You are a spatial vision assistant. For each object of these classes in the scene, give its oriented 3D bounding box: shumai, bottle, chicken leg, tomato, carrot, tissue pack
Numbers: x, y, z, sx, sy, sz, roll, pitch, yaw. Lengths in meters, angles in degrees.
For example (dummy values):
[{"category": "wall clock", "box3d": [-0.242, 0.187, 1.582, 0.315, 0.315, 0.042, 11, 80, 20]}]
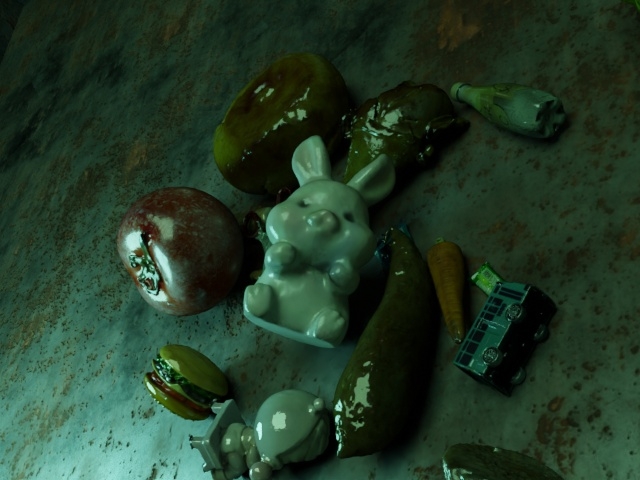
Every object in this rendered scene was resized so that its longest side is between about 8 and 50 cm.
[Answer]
[{"category": "shumai", "box3d": [0.238, 0.368, 1.314, 0.210, 0.161, 0.152, 26, 101, 31]}, {"category": "bottle", "box3d": [0.323, -0.246, 1.785, 0.083, 0.083, 0.270, -53, 35, -4]}, {"category": "chicken leg", "box3d": [0.096, -0.169, 1.908, 0.361, 0.140, 0.211, -44, 45, 2]}, {"category": "tomato", "box3d": [-0.276, 0.016, 2.040, 0.227, 0.270, 0.270, -31, 23, -36]}, {"category": "carrot", "box3d": [0.214, 0.084, 1.616, 0.061, 0.061, 0.256, -33, 33, 22]}, {"category": "tissue pack", "box3d": [0.137, 0.029, 1.789, 0.085, 0.028, 0.138, -38, 41, 15]}]

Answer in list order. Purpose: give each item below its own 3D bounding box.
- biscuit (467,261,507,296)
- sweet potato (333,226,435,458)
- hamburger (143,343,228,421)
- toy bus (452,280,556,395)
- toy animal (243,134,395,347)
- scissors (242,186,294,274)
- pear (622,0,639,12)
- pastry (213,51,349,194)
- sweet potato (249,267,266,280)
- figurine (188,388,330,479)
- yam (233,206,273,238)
[{"category": "biscuit", "box3d": [0.279, 0.072, 1.612, 0.046, 0.016, 0.089, -48, 36, 6]}, {"category": "sweet potato", "box3d": [0.115, 0.163, 1.613, 0.131, 0.130, 0.422, -11, 50, 41]}, {"category": "hamburger", "box3d": [-0.253, 0.269, 1.883, 0.115, 0.162, 0.162, -56, 37, 1]}, {"category": "toy bus", "box3d": [0.277, 0.141, 1.503, 0.092, 0.079, 0.160, 18, 74, 53]}, {"category": "toy animal", "box3d": [-0.001, 0.003, 1.759, 0.241, 0.196, 0.367, -35, -38, -90]}, {"category": "scissors", "box3d": [-0.099, 0.016, 1.962, 0.144, 0.017, 0.247, -34, 44, 31]}, {"category": "pear", "box3d": [0.583, -0.516, 1.535, 0.391, 0.391, 0.391, -27, 42, 28]}, {"category": "pastry", "box3d": [-0.086, -0.252, 2.158, 0.356, 0.164, 0.356, -32, 35, 26]}, {"category": "sweet potato", "box3d": [-0.057, 0.051, 1.948, 0.206, 0.060, 0.068, -19, 10, 29]}, {"category": "figurine", "box3d": [-0.083, 0.318, 1.685, 0.257, 0.182, 0.144, -20, 88, 25]}, {"category": "yam", "box3d": [-0.201, -0.028, 2.159, 0.300, 0.066, 0.066, -6, 55, 42]}]
